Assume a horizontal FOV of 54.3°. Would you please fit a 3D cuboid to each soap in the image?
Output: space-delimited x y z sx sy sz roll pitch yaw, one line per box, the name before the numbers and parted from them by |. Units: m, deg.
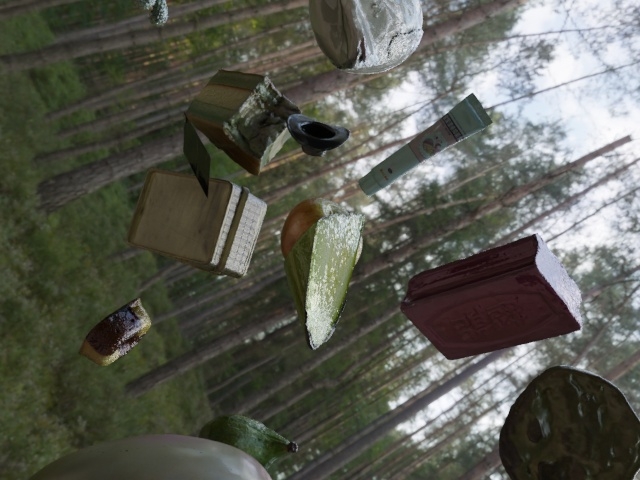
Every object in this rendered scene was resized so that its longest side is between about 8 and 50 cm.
soap | 0.399 0.142 1.480 0.360 0.128 0.233 -23 -59 37

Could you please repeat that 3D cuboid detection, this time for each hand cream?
hand cream | 0.235 -0.212 1.455 0.085 0.331 0.058 59 15 9

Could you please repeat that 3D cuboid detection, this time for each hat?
hat | -0.007 -0.172 1.066 0.121 0.121 0.050 44 -44 38

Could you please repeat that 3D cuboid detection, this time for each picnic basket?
picnic basket | -0.312 -0.042 1.620 0.313 0.175 0.228 12 -98 31

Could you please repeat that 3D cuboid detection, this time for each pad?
pad | -0.285 -0.197 1.428 0.193 0.004 0.116 56 -33 38

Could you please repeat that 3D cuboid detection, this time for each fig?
fig | -0.160 0.488 1.416 0.203 0.235 0.203 -9 90 -86

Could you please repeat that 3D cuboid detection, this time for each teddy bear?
teddy bear | -0.456 -0.657 1.576 0.213 0.111 0.133 49 0 12

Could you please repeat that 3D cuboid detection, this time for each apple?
apple | 0.000 0.000 2.088 0.286 0.286 0.233 52 -59 26

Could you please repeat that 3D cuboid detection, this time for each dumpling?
dumpling | 0.066 -0.405 1.027 0.181 0.341 0.260 -8 -72 42

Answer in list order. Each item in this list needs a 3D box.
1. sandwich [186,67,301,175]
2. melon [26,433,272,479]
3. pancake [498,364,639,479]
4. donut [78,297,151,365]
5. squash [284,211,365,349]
sandwich | -0.175 -0.281 1.354 0.227 0.155 0.198 38 -10 -3
melon | -0.197 0.325 0.672 0.223 0.317 0.223 168 -90 -87
pancake | 0.512 0.410 1.280 0.294 0.294 0.049 63 5 6
donut | -0.467 0.217 1.447 0.073 0.184 0.166 44 -72 6
squash | 0.024 0.069 1.130 0.204 0.237 0.155 -46 -106 19
